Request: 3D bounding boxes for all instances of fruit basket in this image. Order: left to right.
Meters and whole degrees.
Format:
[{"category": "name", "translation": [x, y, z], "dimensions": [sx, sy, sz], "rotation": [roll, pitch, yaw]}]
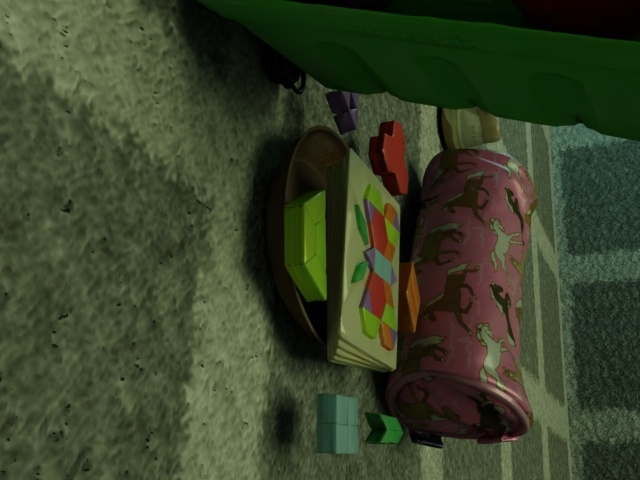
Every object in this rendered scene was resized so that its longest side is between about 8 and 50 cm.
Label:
[{"category": "fruit basket", "translation": [0.093, -0.257, 0.438], "dimensions": [0.283, 0.392, 0.392], "rotation": [-65, 147, -15]}]

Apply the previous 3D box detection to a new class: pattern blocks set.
[{"category": "pattern blocks set", "translation": [0.043, 0.023, 0.658], "dimensions": [0.285, 0.026, 0.324], "rotation": [12, 74, -65]}]

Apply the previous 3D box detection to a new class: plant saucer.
[{"category": "plant saucer", "translation": [0.000, 0.000, 0.644], "dimensions": [0.198, 0.036, 0.198], "rotation": [-6, 90, -65]}]

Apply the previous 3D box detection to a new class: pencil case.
[{"category": "pencil case", "translation": [0.182, 0.054, 0.891], "dimensions": [0.167, 0.160, 0.386], "rotation": [87, 14, -48]}]

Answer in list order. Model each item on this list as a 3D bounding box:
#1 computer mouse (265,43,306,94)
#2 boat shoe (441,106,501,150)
[{"category": "computer mouse", "translation": [-0.001, -0.256, 0.683], "dimensions": [0.262, 0.060, 0.184], "rotation": [-41, 126, -48]}, {"category": "boat shoe", "translation": [0.263, -0.275, 1.217], "dimensions": [0.109, 0.098, 0.302], "rotation": [60, 33, -48]}]
